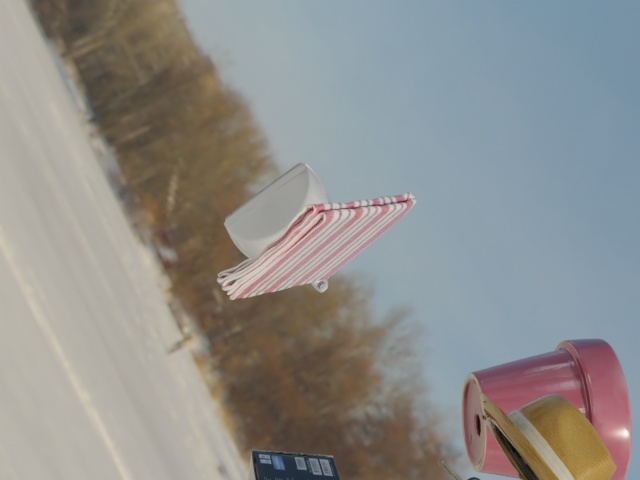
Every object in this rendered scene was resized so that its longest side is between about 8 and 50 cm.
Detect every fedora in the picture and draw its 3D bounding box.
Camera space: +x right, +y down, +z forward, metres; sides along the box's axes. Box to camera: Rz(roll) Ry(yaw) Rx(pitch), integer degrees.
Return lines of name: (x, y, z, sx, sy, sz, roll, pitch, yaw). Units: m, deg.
fedora: (0.237, 0.213, 1.394, 0.194, 0.079, 0.194, 55, -4, 5)

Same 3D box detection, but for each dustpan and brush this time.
dustpan and brush: (-0.036, -0.002, 1.860, 0.060, 0.147, 0.211, 51, 5, -33)

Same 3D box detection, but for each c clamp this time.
c clamp: (0.185, 0.292, 1.542, 0.137, 0.022, 0.160, 49, 0, 12)

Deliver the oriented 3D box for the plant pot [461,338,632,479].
plant pot: (0.284, 0.229, 1.801, 0.201, 0.180, 0.201, 179, -90, -83)

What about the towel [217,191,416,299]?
towel: (0.000, 0.000, 1.392, 0.197, 0.144, 0.029, -10, 65, -58)

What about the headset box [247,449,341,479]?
headset box: (-0.046, 0.483, 1.992, 0.246, 0.131, 0.283, -111, -151, -69)
